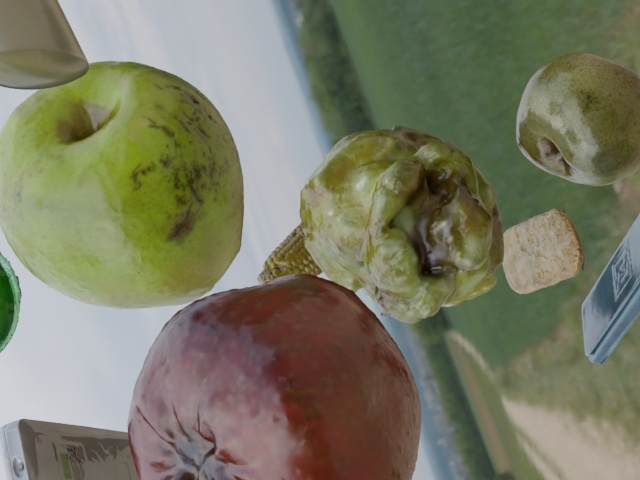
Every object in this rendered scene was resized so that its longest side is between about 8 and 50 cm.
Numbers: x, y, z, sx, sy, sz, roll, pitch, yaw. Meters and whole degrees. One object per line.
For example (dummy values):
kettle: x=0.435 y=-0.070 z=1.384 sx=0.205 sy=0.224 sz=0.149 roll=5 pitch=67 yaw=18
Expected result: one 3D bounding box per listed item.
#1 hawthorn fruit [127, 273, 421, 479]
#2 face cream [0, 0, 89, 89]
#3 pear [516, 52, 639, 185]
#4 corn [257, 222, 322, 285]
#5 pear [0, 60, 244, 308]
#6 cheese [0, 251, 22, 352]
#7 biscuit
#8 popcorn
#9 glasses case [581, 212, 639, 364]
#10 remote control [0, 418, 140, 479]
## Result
hawthorn fruit: x=-0.036 y=0.162 z=1.169 sx=0.275 sy=0.275 sz=0.299 roll=68 pitch=-158 yaw=-13
face cream: x=-0.355 y=-0.307 z=1.251 sx=0.348 sy=0.081 sz=0.173 roll=64 pitch=-157 yaw=-3
pear: x=0.311 y=-0.142 z=1.484 sx=0.167 sy=0.136 sz=0.167 roll=33 pitch=171 yaw=6
corn: x=0.000 y=0.000 z=2.205 sx=0.097 sy=0.262 sz=0.097 roll=50 pitch=170 yaw=12
pear: x=-0.285 y=-0.065 z=1.859 sx=0.391 sy=0.391 sz=0.391 roll=-21 pitch=-90 yaw=-86
cheese: x=-0.571 y=0.057 z=2.102 sx=0.083 sy=0.204 sz=0.320 roll=-1 pitch=-89 yaw=-59
biscuit: x=0.360 y=0.020 z=2.097 sx=0.247 sy=0.029 sz=0.118 roll=-33 pitch=73 yaw=67
popcorn: x=0.102 y=-0.024 z=1.545 sx=0.276 sy=0.277 sz=0.225 roll=-69 pitch=-11 yaw=-84
glasses case: x=0.361 y=0.031 z=1.450 sx=0.105 sy=0.056 sz=0.266 roll=-56 pitch=-11 yaw=-36
remote control: x=-0.257 y=0.252 z=1.376 sx=0.250 sy=0.034 sz=0.103 roll=28 pitch=-138 yaw=-66
